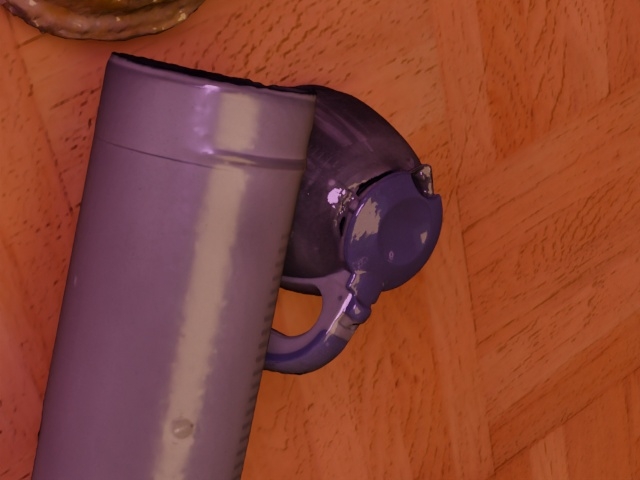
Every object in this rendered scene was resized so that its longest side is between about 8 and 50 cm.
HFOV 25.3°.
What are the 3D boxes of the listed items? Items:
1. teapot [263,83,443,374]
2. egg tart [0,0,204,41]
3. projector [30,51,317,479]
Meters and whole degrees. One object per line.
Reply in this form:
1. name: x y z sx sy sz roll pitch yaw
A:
1. teapot: -0.002 -0.009 0.763 0.149 0.108 0.111 -38 129 -21
2. egg tart: -0.084 -0.177 0.633 0.191 0.074 0.191 -17 120 -32
3. projector: -0.084 0.080 0.710 0.108 0.108 0.337 5 100 -42
